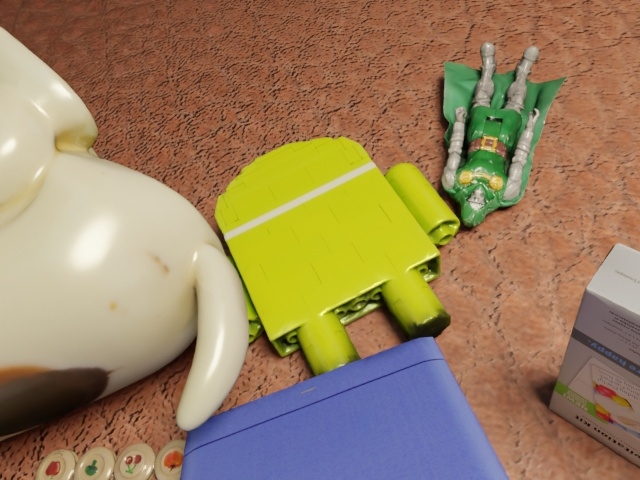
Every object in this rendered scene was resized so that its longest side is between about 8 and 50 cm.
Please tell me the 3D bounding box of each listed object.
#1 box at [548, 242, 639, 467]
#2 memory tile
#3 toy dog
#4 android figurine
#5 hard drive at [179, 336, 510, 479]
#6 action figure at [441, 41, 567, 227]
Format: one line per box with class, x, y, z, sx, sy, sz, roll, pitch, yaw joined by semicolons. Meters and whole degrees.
box;0.216;0.096;0.311;0.145;0.186;0.038;32;69;32
memory tile;-0.172;0.221;0.433;0.148;0.012;0.113;-8;53;9
toy dog;-0.292;0.096;0.429;0.395;0.284;0.408;37;70;15
android figurine;0.000;0.000;0.524;0.248;0.056;0.272;-28;54;-6
hard drive;0.013;0.187;0.285;0.210;0.040;0.318;-22;24;3
action figure;0.178;-0.110;0.561;0.137;0.063;0.232;9;60;17
